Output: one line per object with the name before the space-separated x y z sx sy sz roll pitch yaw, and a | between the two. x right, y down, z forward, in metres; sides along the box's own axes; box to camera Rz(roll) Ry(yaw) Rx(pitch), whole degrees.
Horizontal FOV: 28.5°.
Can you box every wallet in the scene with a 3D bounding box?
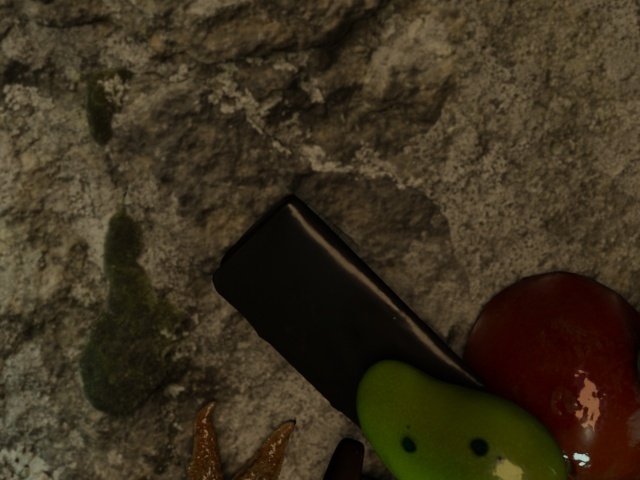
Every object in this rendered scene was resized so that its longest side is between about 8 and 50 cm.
wallet | 0.034 0.122 1.674 0.377 0.051 0.197 44 122 -6

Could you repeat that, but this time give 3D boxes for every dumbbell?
dumbbell | 0.110 0.360 1.695 0.225 0.124 0.140 16 102 -2

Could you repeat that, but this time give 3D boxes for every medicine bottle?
medicine bottle | 0.000 0.000 1.686 0.091 0.058 0.058 41 95 -5

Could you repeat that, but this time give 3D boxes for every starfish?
starfish | -0.112 0.376 1.730 0.299 0.060 0.302 7 96 1

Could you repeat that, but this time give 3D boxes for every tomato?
tomato | 0.339 0.194 1.657 0.309 0.170 0.309 0 97 -1

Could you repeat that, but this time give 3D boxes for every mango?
mango | 0.171 0.258 1.590 0.293 0.143 0.175 29 120 17

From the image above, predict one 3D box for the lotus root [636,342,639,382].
lotus root | 0.508 0.231 1.568 0.158 0.140 0.322 -28 92 -17
